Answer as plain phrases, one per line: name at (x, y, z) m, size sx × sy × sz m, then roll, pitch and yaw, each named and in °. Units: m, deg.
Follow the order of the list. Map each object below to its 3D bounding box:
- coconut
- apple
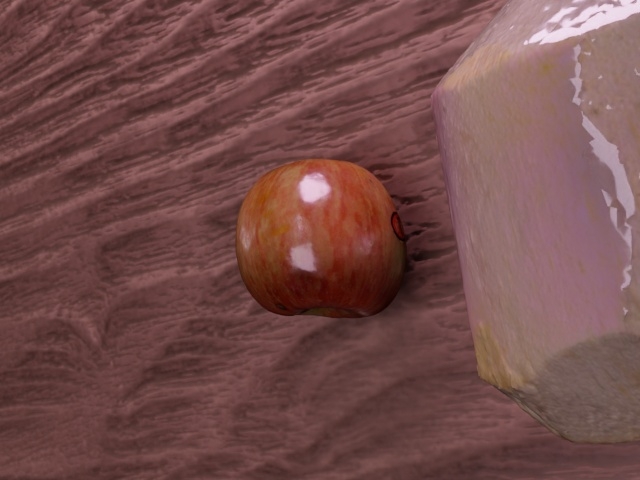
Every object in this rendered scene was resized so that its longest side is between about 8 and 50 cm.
coconut at (0.217, -0.052, 0.668) m, size 0.297 × 0.297 × 0.309 m, roll -7°, pitch 98°, yaw 37°
apple at (0.000, 0.000, 0.929) m, size 0.146 × 0.146 × 0.131 m, roll -10°, pitch 73°, yaw 37°
